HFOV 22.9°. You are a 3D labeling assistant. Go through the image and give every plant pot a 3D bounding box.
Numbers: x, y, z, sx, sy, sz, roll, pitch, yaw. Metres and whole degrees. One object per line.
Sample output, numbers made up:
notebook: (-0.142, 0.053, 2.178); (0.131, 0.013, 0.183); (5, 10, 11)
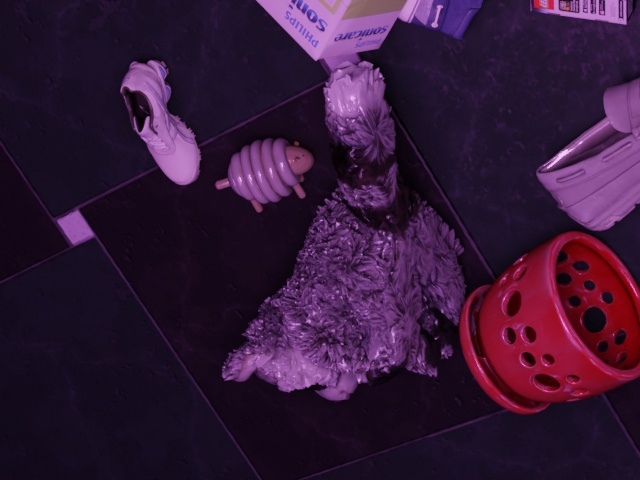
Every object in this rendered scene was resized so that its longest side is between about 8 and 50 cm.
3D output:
plant pot: (0.272, 0.107, 1.887); (0.174, 0.191, 0.191); (-31, 102, 36)

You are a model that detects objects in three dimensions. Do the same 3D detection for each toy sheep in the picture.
toy sheep: (-0.070, -0.085, 1.990); (0.132, 0.091, 0.091); (-20, 109, 12)

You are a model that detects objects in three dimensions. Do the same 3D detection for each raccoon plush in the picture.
raccoon plush: (0.000, 0.000, 1.975); (0.299, 0.216, 0.446); (-2, 101, 35)

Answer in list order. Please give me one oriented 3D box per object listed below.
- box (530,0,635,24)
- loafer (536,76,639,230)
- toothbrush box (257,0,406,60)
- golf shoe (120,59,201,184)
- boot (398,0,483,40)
box: (0.279, -0.333, 1.695); (0.114, 0.036, 0.207); (12, 135, 23)
loafer: (0.365, -0.135, 1.758); (0.111, 0.112, 0.319); (35, 126, -9)
toothbrush box: (0.027, -0.373, 1.726); (0.206, 0.122, 0.283); (48, 129, 20)
golf shoe: (-0.213, -0.140, 2.021); (0.069, 0.086, 0.176); (-12, 114, 26)
boot: (0.157, -0.319, 1.781); (0.086, 0.069, 0.190); (20, 127, -5)
